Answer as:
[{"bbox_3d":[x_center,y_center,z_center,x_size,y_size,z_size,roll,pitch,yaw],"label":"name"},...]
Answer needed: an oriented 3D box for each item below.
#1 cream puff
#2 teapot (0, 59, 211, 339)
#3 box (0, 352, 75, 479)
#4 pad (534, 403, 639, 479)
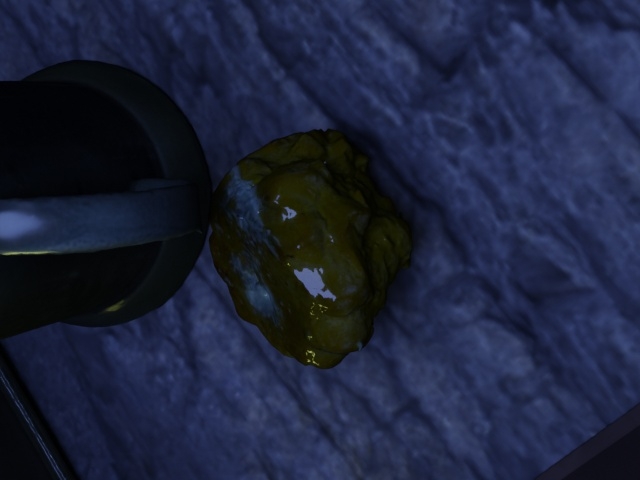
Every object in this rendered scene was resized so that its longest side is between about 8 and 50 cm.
[{"bbox_3d":[0.000,0.000,0.753,0.146,0.116,0.146,37,145,32],"label":"cream puff"},{"bbox_3d":[-0.206,-0.015,0.714,0.271,0.337,0.200,2,97,22],"label":"teapot"},{"bbox_3d":[-0.296,0.189,0.862,0.138,0.178,0.274,-37,81,23],"label":"box"},{"bbox_3d":[0.195,0.192,0.635,0.002,0.266,0.176,37,114,-26],"label":"pad"}]
